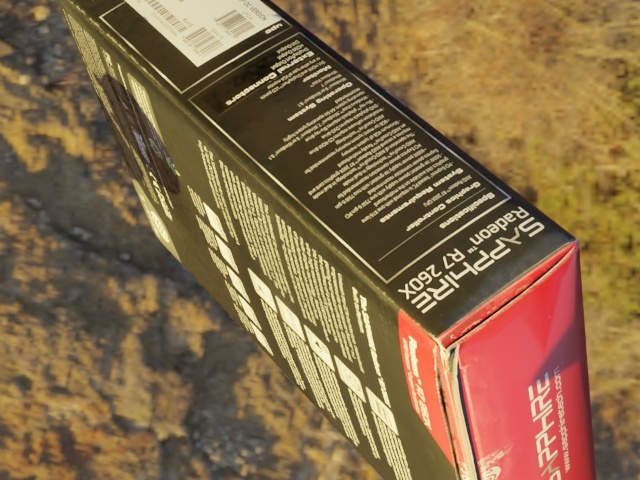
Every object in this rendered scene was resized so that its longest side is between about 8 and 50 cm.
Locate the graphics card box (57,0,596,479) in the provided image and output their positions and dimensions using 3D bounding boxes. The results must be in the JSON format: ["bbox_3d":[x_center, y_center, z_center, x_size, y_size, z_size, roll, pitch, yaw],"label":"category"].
[{"bbox_3d":[0.000,0.000,0.781,0.094,0.371,0.232,-35,139,-16],"label":"graphics card box"}]
